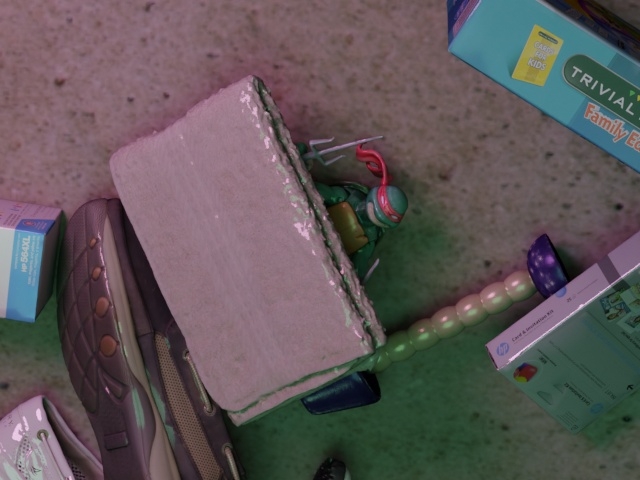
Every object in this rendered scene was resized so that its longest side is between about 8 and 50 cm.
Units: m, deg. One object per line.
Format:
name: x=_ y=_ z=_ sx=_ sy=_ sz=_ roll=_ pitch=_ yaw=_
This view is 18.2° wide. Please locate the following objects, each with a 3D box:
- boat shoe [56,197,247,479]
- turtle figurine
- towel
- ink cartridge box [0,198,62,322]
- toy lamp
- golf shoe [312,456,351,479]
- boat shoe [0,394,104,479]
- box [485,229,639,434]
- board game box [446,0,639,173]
boat shoe: x=-0.152 y=0.130 z=1.878 sx=0.130 sy=0.132 sz=0.355 roll=-14 pitch=92 yaw=-33
turtle figurine: x=0.000 y=0.000 z=1.827 sx=0.234 sy=0.118 sz=0.175 roll=-28 pitch=85 yaw=28
towel: x=-0.065 y=0.011 z=1.781 sx=0.187 sy=0.049 sz=0.282 roll=-27 pitch=84 yaw=32
ink cartridge box: x=-0.323 y=0.012 z=1.864 sx=0.143 sy=0.092 sz=0.090 roll=10 pitch=106 yaw=0
toy lamp: x=0.103 y=0.085 z=1.867 sx=0.274 sy=0.080 sz=0.080 roll=-25 pitch=103 yaw=9
golf shoe: x=0.029 y=0.299 z=1.939 sx=0.094 sy=0.077 sz=0.198 roll=3 pitch=116 yaw=-3
boat shoe: x=-0.207 y=0.266 z=1.927 sx=0.096 sy=0.098 sz=0.277 roll=-40 pitch=99 yaw=14
box: x=0.266 y=0.086 z=1.839 sx=0.186 sy=0.038 sz=0.145 roll=-39 pitch=133 yaw=13
board game box: x=0.267 y=-0.126 z=1.701 sx=0.336 sy=0.254 sz=0.079 roll=31 pitch=105 yaw=-6
